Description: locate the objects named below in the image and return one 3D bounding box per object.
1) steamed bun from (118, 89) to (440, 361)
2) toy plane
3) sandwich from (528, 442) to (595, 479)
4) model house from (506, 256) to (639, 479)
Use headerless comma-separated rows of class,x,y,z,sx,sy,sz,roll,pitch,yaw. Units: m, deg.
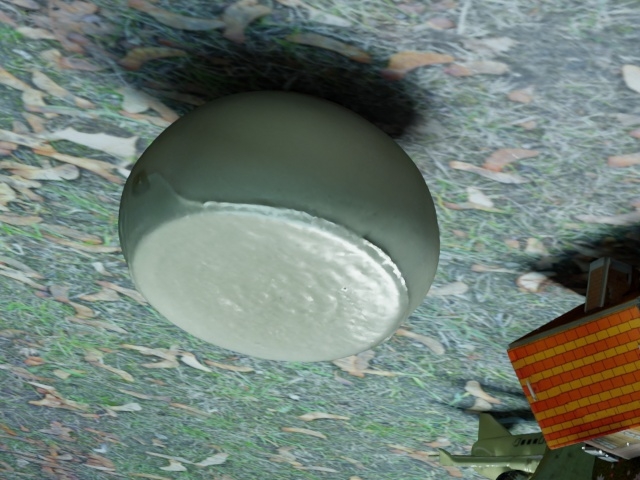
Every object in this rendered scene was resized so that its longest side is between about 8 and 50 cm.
steamed bun,-0.026,-0.023,1.410,0.232,0.145,0.232,8,146,5
toy plane,0.241,0.227,1.984,0.242,0.104,0.256,6,-176,-43
sandwich,0.317,0.224,1.752,0.273,0.249,0.095,-5,126,38
model house,0.252,0.122,1.562,0.154,0.207,0.294,23,157,-19
